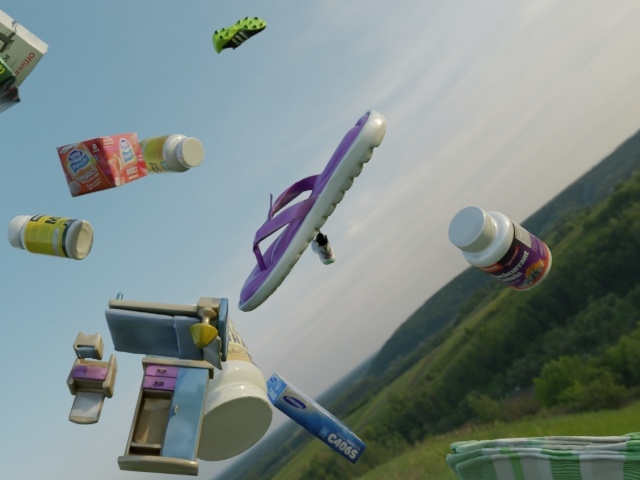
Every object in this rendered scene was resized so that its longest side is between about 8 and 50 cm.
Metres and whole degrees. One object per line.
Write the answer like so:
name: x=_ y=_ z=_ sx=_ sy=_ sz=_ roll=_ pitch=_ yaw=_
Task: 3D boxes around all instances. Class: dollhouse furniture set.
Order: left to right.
dollhouse furniture set: x=-0.306 y=0.231 z=0.977 sx=0.286 sy=0.198 sz=0.304 roll=6 pitch=-41 yaw=-5

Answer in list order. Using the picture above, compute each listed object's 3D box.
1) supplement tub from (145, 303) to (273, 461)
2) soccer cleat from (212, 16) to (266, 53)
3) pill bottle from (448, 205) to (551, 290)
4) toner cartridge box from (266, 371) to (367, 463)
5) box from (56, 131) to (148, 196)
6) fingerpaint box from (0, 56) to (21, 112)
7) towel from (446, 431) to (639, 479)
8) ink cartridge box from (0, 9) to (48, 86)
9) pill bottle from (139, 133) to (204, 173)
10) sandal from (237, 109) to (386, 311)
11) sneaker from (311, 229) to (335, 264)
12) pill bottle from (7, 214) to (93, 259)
supplement tub: x=-0.260 y=0.321 z=1.367 sx=0.228 sy=0.316 sz=0.229 roll=-17 pitch=-50 yaw=-22
soccer cleat: x=-0.244 y=-0.616 z=1.766 sx=0.178 sy=0.060 sz=0.072 roll=-28 pitch=-22 yaw=-20
pill bottle: x=0.327 y=0.012 z=1.086 sx=0.193 sy=0.108 sz=0.108 roll=27 pitch=-57 yaw=-32
toner cartridge box: x=-0.021 y=0.569 z=1.899 sx=0.075 sy=0.347 sz=0.165 roll=-52 pitch=17 yaw=-9
box: x=-0.556 y=-0.202 z=1.530 sx=0.122 sy=0.128 sz=0.257 roll=-13 pitch=12 yaw=5
fingerpaint box: x=-0.751 y=-0.306 z=0.857 sx=0.371 sy=0.445 sz=0.163 roll=-41 pitch=13 yaw=-21
towel: x=0.348 y=0.326 z=0.756 sx=0.324 sy=0.248 sz=0.038 roll=-10 pitch=38 yaw=22
ink cartridge box: x=-0.592 y=-0.353 z=1.066 sx=0.109 sy=0.063 sz=0.150 roll=-46 pitch=-58 yaw=11
pill bottle: x=-0.456 y=-0.263 z=1.796 sx=0.208 sy=0.118 sz=0.117 roll=2 pitch=16 yaw=36
sandal: x=-0.040 y=-0.063 z=1.033 sx=0.416 sy=0.102 sz=0.169 roll=-54 pitch=9 yaw=8
sneaker: x=0.000 y=0.000 z=1.228 sx=0.038 sy=0.098 sz=0.069 roll=-25 pitch=-57 yaw=-12
pill bottle: x=-0.776 y=-0.012 z=1.695 sx=0.119 sy=0.208 sz=0.119 roll=7 pitch=-90 yaw=-80
